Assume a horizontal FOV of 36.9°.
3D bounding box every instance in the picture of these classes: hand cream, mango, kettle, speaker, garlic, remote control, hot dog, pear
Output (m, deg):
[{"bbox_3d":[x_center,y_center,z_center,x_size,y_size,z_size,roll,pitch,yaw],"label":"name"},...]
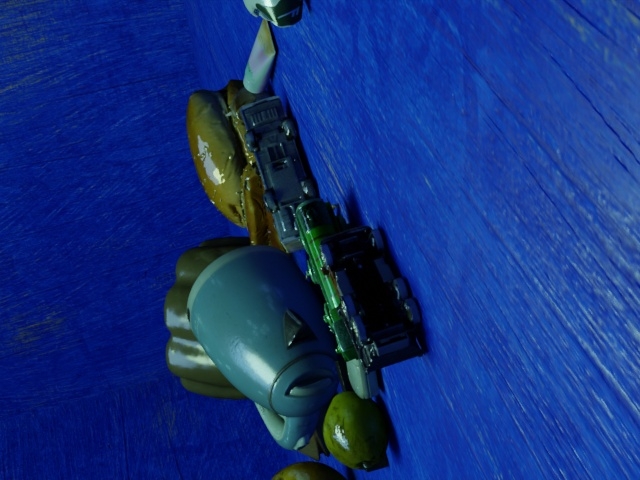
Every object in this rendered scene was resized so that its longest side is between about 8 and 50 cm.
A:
[{"bbox_3d":[-0.105,-0.328,1.730,0.174,0.047,0.076,123,134,-66],"label":"hand cream"},{"bbox_3d":[-0.007,0.583,2.122,0.316,0.192,0.146,57,-146,-55],"label":"mango"},{"bbox_3d":[-0.084,0.227,1.835,0.342,0.247,0.319,-131,35,-48],"label":"kettle"},{"bbox_3d":[0.069,0.292,1.627,0.046,0.040,0.191,141,114,-81],"label":"speaker"},{"bbox_3d":[-0.138,-0.268,1.855,0.152,0.084,0.066,-139,28,-68],"label":"garlic"},{"bbox_3d":[0.051,0.127,1.487,0.098,0.038,0.233,-134,31,-71],"label":"remote control"},{"bbox_3d":[-0.106,-0.059,1.929,0.269,0.115,0.072,91,-175,-51],"label":"hot dog"},{"bbox_3d":[0.056,0.303,1.525,0.107,0.107,0.131,86,173,-50],"label":"pear"}]

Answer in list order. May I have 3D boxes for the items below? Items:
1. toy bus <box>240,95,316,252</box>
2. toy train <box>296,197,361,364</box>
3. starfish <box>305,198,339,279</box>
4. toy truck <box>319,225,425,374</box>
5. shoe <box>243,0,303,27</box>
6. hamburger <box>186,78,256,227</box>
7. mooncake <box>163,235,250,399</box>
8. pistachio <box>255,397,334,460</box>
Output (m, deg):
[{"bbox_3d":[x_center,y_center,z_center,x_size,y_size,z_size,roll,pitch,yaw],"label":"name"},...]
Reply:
[{"bbox_3d":[-0.064,-0.114,1.668,0.106,0.092,0.268,72,180,-69],"label":"toy bus"},{"bbox_3d":[0.026,0.054,1.339,0.119,0.085,0.251,61,-172,-69],"label":"toy train"},{"bbox_3d":[0.005,0.001,1.520,0.133,0.041,0.130,-140,61,-84],"label":"starfish"},{"bbox_3d":[0.062,0.075,1.198,0.092,0.083,0.192,79,171,-48],"label":"toy truck"},{"bbox_3d":[-0.089,-0.372,1.390,0.265,0.095,0.110,-131,28,-65],"label":"shoe"},{"bbox_3d":[-0.188,-0.180,2.056,0.290,0.170,0.314,85,167,-75],"label":"hamburger"},{"bbox_3d":[-0.210,0.176,2.193,0.378,0.200,0.378,0,-90,-73],"label":"mooncake"},{"bbox_3d":[-0.044,0.362,2.057,0.260,0.163,0.213,61,179,-11],"label":"pistachio"}]
